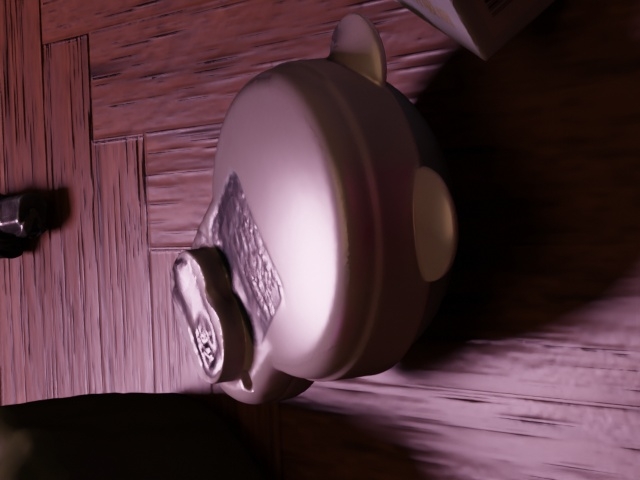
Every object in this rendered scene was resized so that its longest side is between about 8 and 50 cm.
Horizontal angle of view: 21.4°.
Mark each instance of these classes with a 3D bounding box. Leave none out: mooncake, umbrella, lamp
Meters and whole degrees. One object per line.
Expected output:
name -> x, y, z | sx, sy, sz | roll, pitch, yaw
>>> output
mooncake -> -0.162, 0.282, 1.147 | 0.356, 0.194, 0.356 | 6, 97, 57
umbrella -> -0.302, -0.010, 1.443 | 0.235, 0.066, 0.059 | -7, 81, 53
lamp -> 0.002, 0.001, 0.959 | 0.246, 0.108, 0.179 | -53, 47, 46

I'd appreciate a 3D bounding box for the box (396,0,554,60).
box -> 0.016, -0.214, 0.826 | 0.067, 0.243, 0.155 | -43, 43, -7
